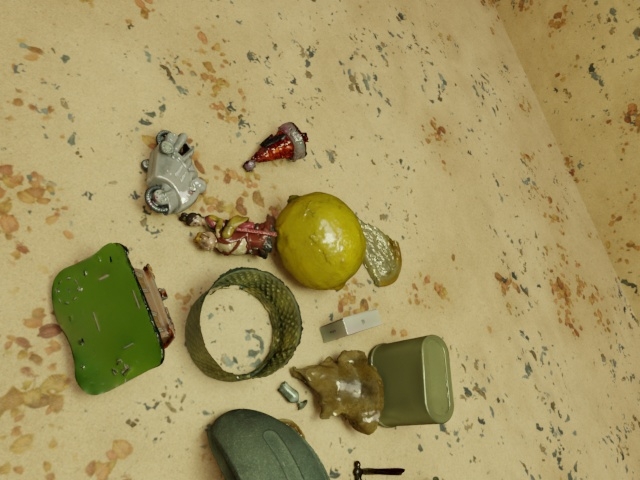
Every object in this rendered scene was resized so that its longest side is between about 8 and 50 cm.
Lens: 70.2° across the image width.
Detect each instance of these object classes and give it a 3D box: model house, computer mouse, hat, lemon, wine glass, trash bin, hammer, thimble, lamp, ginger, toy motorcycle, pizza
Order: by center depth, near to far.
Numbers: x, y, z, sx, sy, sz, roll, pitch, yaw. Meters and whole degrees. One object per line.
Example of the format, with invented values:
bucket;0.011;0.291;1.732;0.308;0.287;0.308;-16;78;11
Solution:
computer mouse;-0.106;0.496;0.986;0.373;0.114;0.203;38;22;35
model house;-0.445;0.177;1.030;0.206;0.154;0.294;-28;75;6
thimble;-0.195;0.213;1.143;0.270;0.150;0.271;13;64;-28
wine glass;-0.074;0.409;1.204;0.039;0.042;0.083;-44;96;-13
lamp;-0.253;-0.015;1.222;0.252;0.118;0.119;8;66;-17
toy motorcycle;-0.383;-0.171;1.222;0.170;0.110;0.261;26;50;-40
ginger;0.056;0.391;1.244;0.270;0.123;0.219;34;55;-15
hammer;0.166;0.651;1.273;0.178;0.021;0.065;16;63;-30
trash bin;0.248;0.400;1.288;0.121;0.247;0.244;13;65;-26
lemon;0.001;0.002;1.296;0.260;0.260;0.284;-9;69;-35
hat;-0.150;-0.284;1.425;0.227;0.129;0.140;-32;47;-21
pizza;0.187;0.023;1.539;0.181;0.034;0.262;-37;92;-37

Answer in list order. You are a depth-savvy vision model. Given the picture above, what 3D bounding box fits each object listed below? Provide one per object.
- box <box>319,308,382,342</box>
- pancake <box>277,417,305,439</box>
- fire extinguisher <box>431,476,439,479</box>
box;0.086;0.247;1.319;0.129;0.130;0.051;-10;74;-35
pancake;-0.103;0.528;1.146;0.158;0.028;0.158;14;62;-28
fire extinguisher;0.256;0.768;1.236;0.336;0.106;0.148;-19;106;-36
